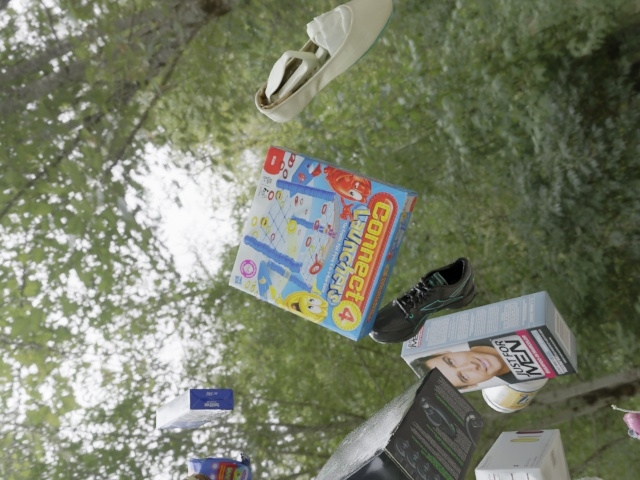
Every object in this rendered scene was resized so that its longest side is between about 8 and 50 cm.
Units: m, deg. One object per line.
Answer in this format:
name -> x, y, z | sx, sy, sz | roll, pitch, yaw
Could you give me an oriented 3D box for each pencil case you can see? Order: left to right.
pencil case -> -0.195, 0.555, 1.152 | 0.133, 0.119, 0.306 | 20, -120, -34

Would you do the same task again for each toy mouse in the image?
toy mouse -> 0.396, 0.207, 0.712 | 0.161, 0.143, 0.031 | 124, 150, -56

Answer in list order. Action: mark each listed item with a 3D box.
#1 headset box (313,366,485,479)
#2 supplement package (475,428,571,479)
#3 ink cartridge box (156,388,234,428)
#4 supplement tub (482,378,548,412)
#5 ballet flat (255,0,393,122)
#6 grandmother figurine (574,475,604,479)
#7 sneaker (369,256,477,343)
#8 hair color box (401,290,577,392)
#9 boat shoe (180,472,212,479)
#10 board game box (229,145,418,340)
headset box -> 0.104, 0.368, 0.982 | 0.131, 0.246, 0.283 | 47, -153, 7
supplement package -> 0.481, 0.577, 1.442 | 0.262, 0.145, 0.204 | -7, -96, -61
ink cartridge box -> -0.273, 0.363, 1.339 | 0.097, 0.207, 0.046 | 9, -119, -30
supplement tub -> 0.530, 0.378, 1.717 | 0.199, 0.144, 0.144 | 94, 168, -54
ballet flat -> -0.005, -0.263, 0.887 | 0.086, 0.248, 0.086 | 34, -149, -24
grandmother figurine -> 0.535, 0.535, 1.008 | 0.208, 0.104, 0.342 | -14, -123, -49
sneaker -> 0.210, 0.119, 1.312 | 0.101, 0.267, 0.106 | 49, 159, 39
hair color box -> 0.411, 0.264, 1.541 | 0.185, 0.374, 0.113 | 51, -142, -26
boat shoe -> -0.093, 0.411, 0.818 | 0.095, 0.095, 0.257 | -22, -107, -48
board game box -> 0.000, 0.000, 1.255 | 0.086, 0.302, 0.308 | -8, -63, -67
